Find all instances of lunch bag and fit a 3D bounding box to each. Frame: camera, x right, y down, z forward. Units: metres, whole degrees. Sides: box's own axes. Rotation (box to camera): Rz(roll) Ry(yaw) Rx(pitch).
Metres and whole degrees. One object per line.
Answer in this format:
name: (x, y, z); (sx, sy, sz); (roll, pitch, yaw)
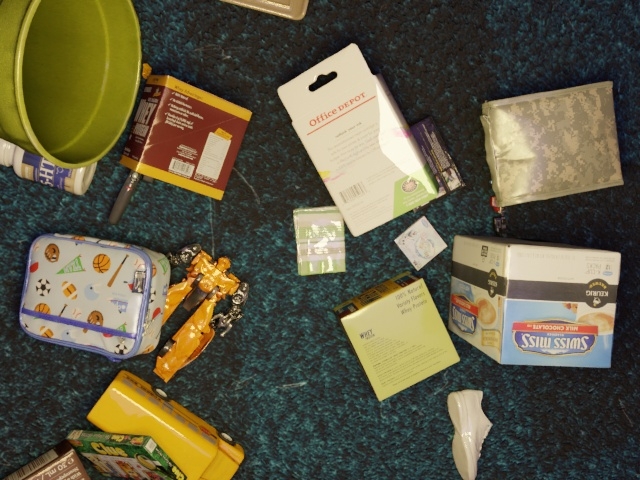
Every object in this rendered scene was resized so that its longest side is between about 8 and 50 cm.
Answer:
lunch bag: (0.493, -0.209, 1.506); (0.286, 0.169, 0.235); (-10, 95, -11)
lunch bag: (-0.458, 0.117, 1.392); (0.303, 0.115, 0.243); (11, 90, 15)

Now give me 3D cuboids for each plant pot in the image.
plant pot: (-0.586, -0.349, 1.275); (0.352, 0.366, 0.367); (13, 92, 13)

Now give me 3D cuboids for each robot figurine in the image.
robot figurine: (-0.293, 0.147, 1.472); (0.211, 0.085, 0.291); (41, 89, -8)

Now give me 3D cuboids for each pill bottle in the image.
pill bottle: (-0.567, -0.172, 1.403); (0.186, 0.112, 0.112); (17, 92, -8)

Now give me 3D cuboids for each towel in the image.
towel: (0.000, 0.000, 1.530); (0.113, 0.023, 0.152); (-4, 94, -6)

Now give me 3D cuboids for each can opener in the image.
can opener: (-0.404, -0.116, 1.453); (0.073, 0.059, 0.186); (30, 89, -9)

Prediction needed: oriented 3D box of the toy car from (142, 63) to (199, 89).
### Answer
toy car: (-0.324, -0.340, 1.470); (0.122, 0.060, 0.041); (36, 133, 8)

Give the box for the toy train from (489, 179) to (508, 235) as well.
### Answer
toy train: (0.410, -0.089, 1.575); (0.036, 0.027, 0.158); (-4, 95, 4)

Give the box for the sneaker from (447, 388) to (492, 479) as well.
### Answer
sneaker: (0.358, 0.452, 1.583); (0.094, 0.080, 0.212); (-6, 93, -18)

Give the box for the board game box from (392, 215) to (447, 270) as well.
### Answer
board game box: (0.228, 0.006, 1.560); (0.090, 0.020, 0.090); (-39, 97, -3)

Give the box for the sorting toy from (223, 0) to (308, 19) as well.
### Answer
sorting toy: (-0.113, -0.649, 1.469); (0.229, 0.041, 0.307); (13, 92, -3)

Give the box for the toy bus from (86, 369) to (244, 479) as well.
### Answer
toy bus: (-0.324, 0.417, 1.462); (0.332, 0.130, 0.108); (37, 89, -8)

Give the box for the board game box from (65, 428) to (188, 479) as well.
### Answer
board game box: (-0.402, 0.445, 1.400); (0.136, 0.259, 0.030); (60, 42, -26)

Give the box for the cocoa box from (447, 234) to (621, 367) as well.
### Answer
cocoa box: (0.428, 0.116, 1.428); (0.231, 0.347, 0.228); (4, 94, -6)

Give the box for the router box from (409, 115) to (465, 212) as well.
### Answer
router box: (0.226, -0.170, 1.535); (0.133, 0.046, 0.179); (-28, 96, -4)

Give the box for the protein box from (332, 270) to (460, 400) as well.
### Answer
protein box: (0.163, 0.205, 1.507); (0.199, 0.136, 0.201); (-26, 97, -4)

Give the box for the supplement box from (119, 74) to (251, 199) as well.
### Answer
supplement box: (-0.277, -0.211, 1.392); (0.191, 0.129, 0.194); (18, 93, -33)

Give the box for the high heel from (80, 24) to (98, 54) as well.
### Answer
high heel: (-0.527, -0.516, 1.395); (0.261, 0.093, 0.186); (32, 88, -13)

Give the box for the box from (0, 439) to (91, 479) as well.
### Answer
box: (-0.522, 0.639, 1.422); (0.191, 0.143, 0.382); (-31, 99, -27)

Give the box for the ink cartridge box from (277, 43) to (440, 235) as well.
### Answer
ink cartridge box: (0.084, -0.214, 1.448); (0.207, 0.119, 0.354); (-26, 98, 18)
